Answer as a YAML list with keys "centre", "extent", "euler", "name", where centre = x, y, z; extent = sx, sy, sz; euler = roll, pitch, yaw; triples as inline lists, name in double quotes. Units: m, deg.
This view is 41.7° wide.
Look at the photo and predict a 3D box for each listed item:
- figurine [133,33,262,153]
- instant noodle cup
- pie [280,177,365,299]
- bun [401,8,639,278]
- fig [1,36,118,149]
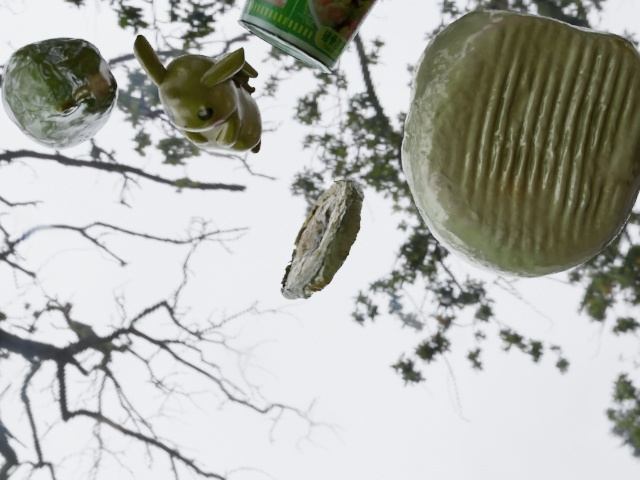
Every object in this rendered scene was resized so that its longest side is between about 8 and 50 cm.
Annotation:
- centre: [-0.214, -0.283, 1.679]
  extent: [0.326, 0.218, 0.169]
  euler: [35, -121, -71]
  name: "figurine"
- centre: [0.003, -0.357, 1.106]
  extent: [0.207, 0.207, 0.233]
  euler: [21, -82, -47]
  name: "instant noodle cup"
- centre: [0.000, 0.000, 1.615]
  extent: [0.055, 0.274, 0.274]
  euler: [27, -98, -16]
  name: "pie"
- centre: [0.267, -0.134, 1.111]
  extent: [0.360, 0.213, 0.361]
  euler: [0, -89, -5]
  name: "bun"
- centre: [-0.449, -0.247, 1.429]
  extent: [0.206, 0.275, 0.206]
  euler: [-4, -72, -12]
  name: "fig"
